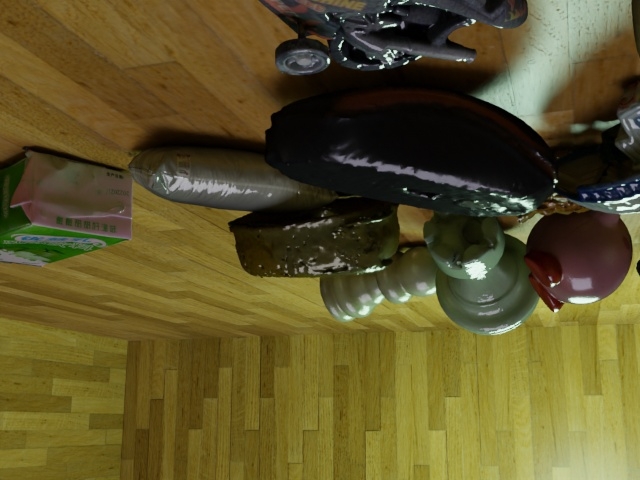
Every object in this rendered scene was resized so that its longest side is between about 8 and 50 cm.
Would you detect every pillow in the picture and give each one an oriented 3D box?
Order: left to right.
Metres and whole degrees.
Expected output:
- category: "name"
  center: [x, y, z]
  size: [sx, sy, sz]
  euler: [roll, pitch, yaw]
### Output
- category: "pillow"
  center: [-0.119, -0.079, 1.043]
  size: [0.254, 0.078, 0.144]
  euler: [6, 177, -25]

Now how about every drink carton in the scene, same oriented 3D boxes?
- category: "drink carton"
  center: [-0.414, -0.040, 1.142]
  size: [0.271, 0.108, 0.161]
  euler: [-13, 164, 41]

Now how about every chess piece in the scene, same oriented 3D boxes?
- category: "chess piece"
  center: [0.140, 0.080, 1.614]
  size: [0.251, 0.144, 0.144]
  euler: [-15, 161, 34]
- category: "chess piece"
  center: [0.268, 0.037, 1.343]
  size: [0.195, 0.194, 0.299]
  euler: [-5, 157, 21]

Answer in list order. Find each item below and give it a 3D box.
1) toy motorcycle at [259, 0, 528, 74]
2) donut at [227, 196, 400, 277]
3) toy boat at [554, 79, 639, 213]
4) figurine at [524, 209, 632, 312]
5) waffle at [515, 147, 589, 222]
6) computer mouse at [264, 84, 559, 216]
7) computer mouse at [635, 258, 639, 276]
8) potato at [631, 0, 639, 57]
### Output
- category: "toy motorcycle"
  center: [0.030, -0.190, 0.506]
  size: [0.173, 0.108, 0.307]
  euler: [-13, 164, 27]
- category: "donut"
  center: [0.000, 0.000, 1.128]
  size: [0.272, 0.107, 0.272]
  euler: [-8, -174, 1]
- category: "toy boat"
  center: [0.344, -0.105, 0.879]
  size: [0.115, 0.114, 0.262]
  euler: [36, 154, -8]
- category: "figurine"
  center: [0.419, 0.020, 1.271]
  size: [0.173, 0.173, 0.173]
  euler: [0, 167, 0]
- category: "waffle"
  center: [0.351, -0.076, 1.106]
  size: [0.245, 0.052, 0.254]
  euler: [-9, 166, 28]
- category: "computer mouse"
  center: [0.101, -0.102, 0.852]
  size: [0.323, 0.116, 0.183]
  euler: [10, 167, -12]
- category: "computer mouse"
  center: [0.728, 0.050, 1.559]
  size: [0.138, 0.086, 0.270]
  euler: [-21, 148, 37]
- category: "potato"
  center: [0.283, -0.162, 0.526]
  size: [0.157, 0.157, 0.194]
  euler: [-12, 160, 43]
